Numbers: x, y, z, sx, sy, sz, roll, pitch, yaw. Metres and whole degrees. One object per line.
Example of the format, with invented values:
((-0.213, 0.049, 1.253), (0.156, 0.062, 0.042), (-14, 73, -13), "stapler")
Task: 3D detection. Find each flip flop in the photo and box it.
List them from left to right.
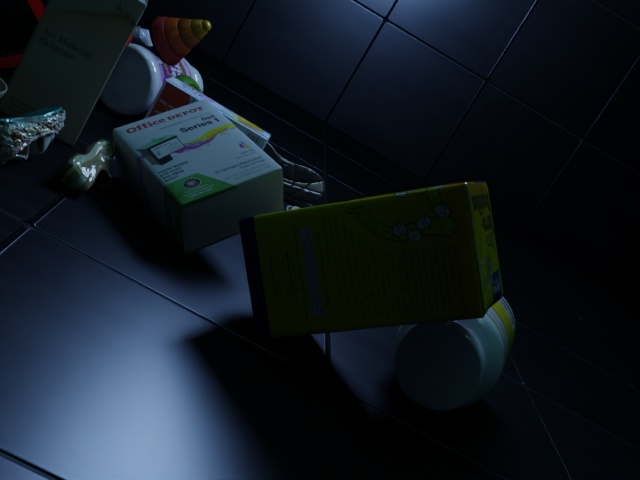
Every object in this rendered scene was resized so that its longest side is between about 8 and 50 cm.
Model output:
((-0.119, -0.176, 2.192), (0.277, 0.112, 0.080), (26, -11, -10), "flip flop")

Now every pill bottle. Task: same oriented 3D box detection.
((-0.411, -0.390, 2.150), (0.169, 0.169, 0.301), (34, 15, 12), "pill bottle")
((0.234, 0.182, 1.517), (0.188, 0.188, 0.334), (34, 15, 12), "pill bottle")

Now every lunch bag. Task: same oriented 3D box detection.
((-0.459, -0.491, 2.121), (0.083, 0.071, 0.053), (-43, 119, -75), "lunch bag")

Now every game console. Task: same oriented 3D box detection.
((-0.638, -0.527, 1.961), (0.342, 0.060, 0.386), (-19, 53, -22), "game console")

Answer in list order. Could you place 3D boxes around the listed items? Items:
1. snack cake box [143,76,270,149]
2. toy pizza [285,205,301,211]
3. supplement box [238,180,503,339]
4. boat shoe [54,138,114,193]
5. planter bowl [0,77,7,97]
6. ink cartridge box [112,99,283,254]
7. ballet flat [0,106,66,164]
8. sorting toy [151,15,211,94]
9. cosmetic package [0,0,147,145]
((-0.266, -0.238, 1.976), (0.264, 0.152, 0.089), (31, 14, -5), "snack cake box")
((0.000, 0.000, 1.835), (0.201, 0.032, 0.201), (48, 12, -14), "toy pizza")
((0.084, 0.029, 1.352), (0.357, 0.195, 0.194), (-8, 2, 19), "supplement box")
((-0.398, -0.122, 1.524), (0.072, 0.068, 0.190), (42, 23, -8), "boat shoe")
((-0.594, -0.229, 1.367), (0.162, 0.109, 0.162), (29, 15, -9), "planter bowl")
((-0.225, -0.124, 1.571), (0.201, 0.117, 0.278), (-23, 46, -26), "ink cartridge box")
((-0.500, -0.177, 1.462), (0.091, 0.077, 0.241), (-2, 14, 12), "ballet flat")
((-0.277, -0.374, 2.064), (0.127, 0.126, 0.365), (-33, 106, -70), "sorting toy")
((-0.468, -0.357, 1.644), (0.160, 0.309, 0.113), (26, 17, -20), "cosmetic package")
